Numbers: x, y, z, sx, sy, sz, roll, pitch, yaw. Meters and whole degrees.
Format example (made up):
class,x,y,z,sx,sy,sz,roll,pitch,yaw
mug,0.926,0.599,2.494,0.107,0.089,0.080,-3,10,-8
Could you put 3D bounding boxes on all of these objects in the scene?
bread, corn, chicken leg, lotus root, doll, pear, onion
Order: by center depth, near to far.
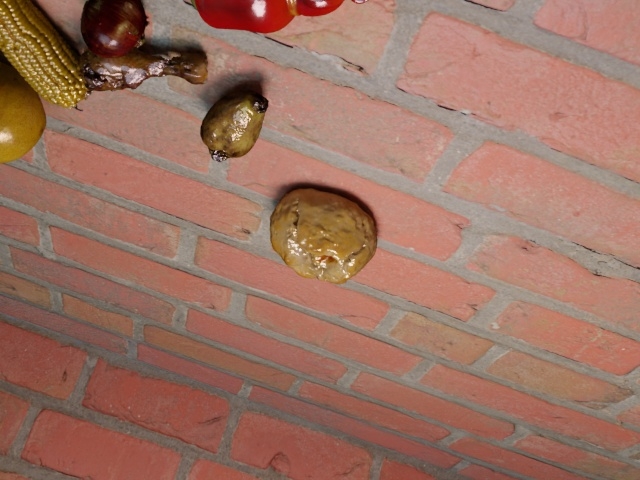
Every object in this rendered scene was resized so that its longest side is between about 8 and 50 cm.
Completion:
class,x,y,z,sx,sy,sz,roll,pitch,yaw
doll,-0.103,-0.374,1.141,0.362,0.160,0.183,11,149,11
onion,-0.342,-0.352,1.370,0.118,0.119,0.117,24,146,-10
chicken leg,-0.314,-0.306,1.464,0.251,0.087,0.107,3,-177,12
corn,-0.518,-0.354,1.465,0.106,0.106,0.305,0,146,29
lotus root,-0.147,-0.221,1.507,0.108,0.095,0.190,6,150,-30
pear,-0.640,-0.248,1.625,0.208,0.209,0.209,14,151,8
bread,0.000,0.000,1.752,0.244,0.134,0.244,11,149,7
